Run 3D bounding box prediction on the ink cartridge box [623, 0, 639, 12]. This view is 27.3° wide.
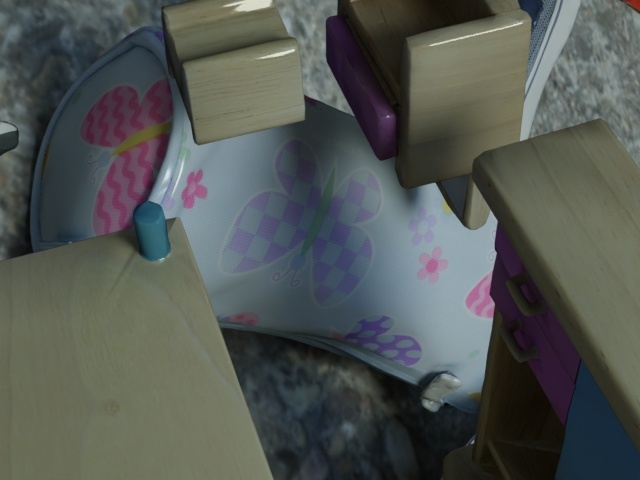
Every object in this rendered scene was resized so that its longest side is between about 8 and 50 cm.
[{"bbox_3d":[0.220,-0.209,0.943,0.115,0.029,0.063,26,62,-36],"label":"ink cartridge box"}]

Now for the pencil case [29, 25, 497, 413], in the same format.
[{"bbox_3d":[0.000,0.000,0.622,0.273,0.113,0.124,20,95,-39],"label":"pencil case"}]

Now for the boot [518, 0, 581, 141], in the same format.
[{"bbox_3d":[0.095,-0.128,0.774,0.086,0.069,0.190,38,57,-34],"label":"boot"}]

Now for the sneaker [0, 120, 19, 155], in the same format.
[{"bbox_3d":[-0.159,-0.026,0.538,0.083,0.031,0.035,-26,111,-40],"label":"sneaker"}]

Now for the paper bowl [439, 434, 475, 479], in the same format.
[{"bbox_3d":[0.176,0.188,0.607,0.148,0.284,0.284,74,17,-73],"label":"paper bowl"}]

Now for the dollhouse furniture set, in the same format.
[{"bbox_3d":[-0.041,0.077,0.455,0.303,0.198,0.286,-16,52,-13],"label":"dollhouse furniture set"}]
